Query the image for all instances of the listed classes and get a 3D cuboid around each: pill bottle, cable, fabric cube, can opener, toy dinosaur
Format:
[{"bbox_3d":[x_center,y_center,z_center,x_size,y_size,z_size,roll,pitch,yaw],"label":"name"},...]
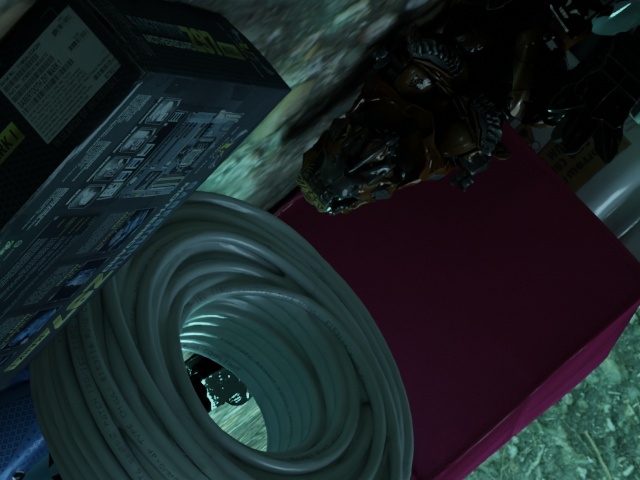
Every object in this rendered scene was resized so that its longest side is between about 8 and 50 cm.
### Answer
[{"bbox_3d":[0.240,-0.070,1.397,0.131,0.229,0.131,-40,170,-8],"label":"pill bottle"},{"bbox_3d":[-0.053,0.095,0.921,0.089,0.257,0.257,-41,-167,35],"label":"cable"},{"bbox_3d":[0.094,0.058,1.295,0.259,0.254,0.258,-39,167,-8],"label":"fabric cube"},{"bbox_3d":[0.288,-0.205,1.517,0.093,0.074,0.280,-3,158,-12],"label":"can opener"},{"bbox_3d":[0.124,-0.136,1.044,0.322,0.164,0.218,-57,-171,-13],"label":"toy dinosaur"}]

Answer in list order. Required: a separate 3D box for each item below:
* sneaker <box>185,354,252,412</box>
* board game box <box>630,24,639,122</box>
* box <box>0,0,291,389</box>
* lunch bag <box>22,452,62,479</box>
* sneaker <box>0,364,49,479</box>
[{"bbox_3d":[-0.108,0.147,1.565,0.089,0.051,0.170,-36,165,-26],"label":"sneaker"},{"bbox_3d":[0.354,-0.256,1.100,0.390,0.050,0.390,-55,180,14],"label":"board game box"},{"bbox_3d":[-0.135,-0.012,0.700,0.232,0.059,0.183,-44,170,15],"label":"box"},{"bbox_3d":[-0.204,0.344,1.071,0.328,0.238,0.385,98,13,-46],"label":"lunch bag"},{"bbox_3d":[-0.242,0.188,0.919,0.330,0.147,0.130,-39,170,-15],"label":"sneaker"}]
